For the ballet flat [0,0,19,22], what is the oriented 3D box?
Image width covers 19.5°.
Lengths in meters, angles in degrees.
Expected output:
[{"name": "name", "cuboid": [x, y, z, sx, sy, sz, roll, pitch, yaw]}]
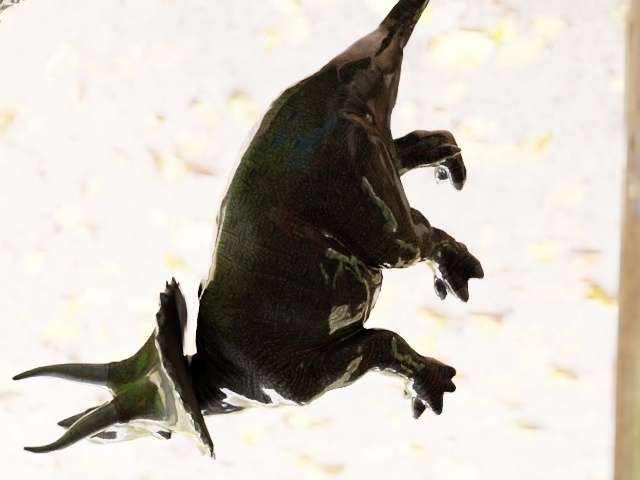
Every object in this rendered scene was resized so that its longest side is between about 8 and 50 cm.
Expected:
[{"name": "ballet flat", "cuboid": [-0.130, -0.272, 1.093, 0.147, 0.409, 0.147, 18, 144, 14]}]

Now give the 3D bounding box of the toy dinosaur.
[{"name": "toy dinosaur", "cuboid": [0.000, 0.000, 0.913, 0.160, 0.121, 0.313, 20, 104, -46]}]
